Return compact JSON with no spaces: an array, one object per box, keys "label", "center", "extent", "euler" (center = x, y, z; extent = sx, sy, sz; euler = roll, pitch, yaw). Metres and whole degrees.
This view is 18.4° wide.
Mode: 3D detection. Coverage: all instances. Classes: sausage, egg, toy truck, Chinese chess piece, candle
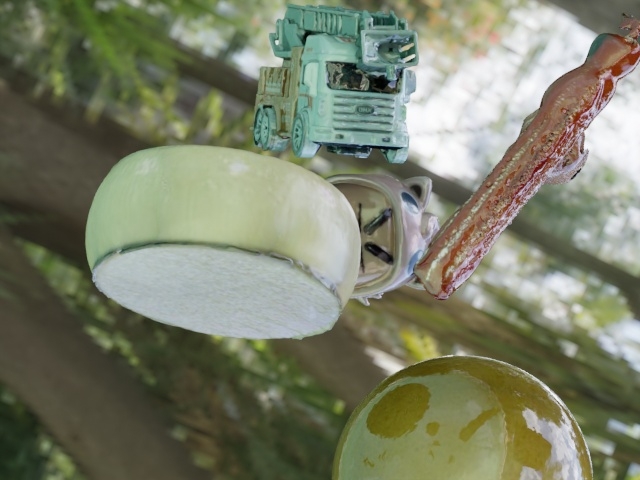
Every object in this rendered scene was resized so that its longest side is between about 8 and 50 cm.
[{"label":"sausage","center":[0.236,-0.096,2.014],"extent":[0.141,0.076,0.076],"euler":[47,67,-83]},{"label":"egg","center":[0.134,0.238,1.952],"extent":[0.322,0.250,0.250],"euler":[161,-49,-75]},{"label":"toy truck","center":[0.017,-0.188,2.317],"extent":[0.338,0.133,0.184],"euler":[-162,-105,-74]},{"label":"Chinese chess piece","center":[-0.095,0.007,1.933],"extent":[0.270,0.270,0.112],"euler":[-28,-132,56]},{"label":"candle","center":[0.187,-0.077,1.735],"extent":[0.329,0.051,0.048],"euler":[-49,152,-19]}]

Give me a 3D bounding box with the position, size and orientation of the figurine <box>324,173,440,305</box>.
[{"label":"figurine","center":[0.000,0.000,2.403],"extent":[0.186,0.287,0.176],"euler":[-25,119,-64]}]
